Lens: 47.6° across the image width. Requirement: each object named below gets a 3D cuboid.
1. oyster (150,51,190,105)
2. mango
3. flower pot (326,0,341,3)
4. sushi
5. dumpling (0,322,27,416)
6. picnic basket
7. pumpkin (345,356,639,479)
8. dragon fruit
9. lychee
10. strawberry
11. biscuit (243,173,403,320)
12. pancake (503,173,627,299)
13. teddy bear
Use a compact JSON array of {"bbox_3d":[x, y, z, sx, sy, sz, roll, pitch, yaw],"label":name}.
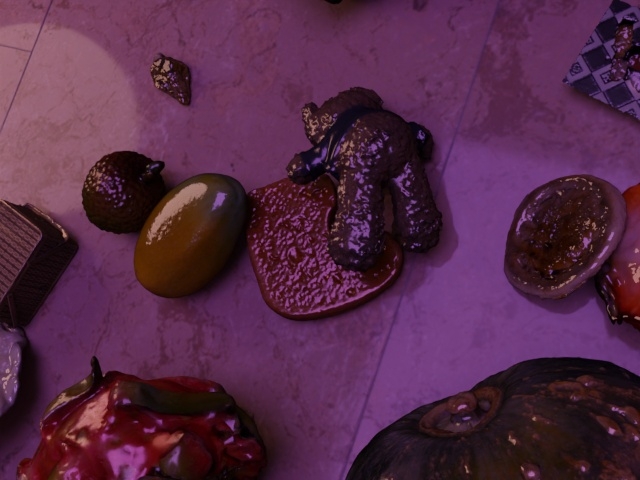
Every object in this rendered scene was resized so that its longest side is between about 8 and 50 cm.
[{"bbox_3d":[-0.217,-0.238,1.050,0.093,0.034,0.051,35,99,20],"label":"oyster"},{"bbox_3d":[-0.165,-0.009,0.930,0.194,0.092,0.130,-39,58,29],"label":"mango"},{"bbox_3d":[0.010,-0.402,0.920,0.148,0.235,0.235,-49,64,27],"label":"flower pot"},{"bbox_3d":[0.359,-0.196,0.821,0.126,0.026,0.120,32,88,20],"label":"sushi"},{"bbox_3d":[-0.501,0.201,0.997,0.193,0.147,0.258,3,49,8],"label":"dumpling"},{"bbox_3d":[-0.445,0.033,1.047,0.115,0.079,0.164,33,90,25],"label":"picnic basket"},{"bbox_3d":[0.188,0.254,0.639,0.327,0.291,0.257,-25,93,28],"label":"pumpkin"},{"bbox_3d":[-0.201,0.268,0.820,0.302,0.231,0.237,-21,59,5],"label":"dragon fruit"},{"bbox_3d":[-0.266,-0.067,0.986,0.146,0.114,0.114,-27,68,34],"label":"lychee"},{"bbox_3d":[0.384,0.015,0.688,0.236,0.111,0.190,-23,42,53],"label":"strawberry"},{"bbox_3d":[0.000,0.000,0.907,0.186,0.036,0.192,-23,70,12],"label":"biscuit"},{"bbox_3d":[0.258,-0.005,0.778,0.151,0.025,0.152,-32,43,35],"label":"pancake"},{"bbox_3d":[0.060,-0.095,0.849,0.182,0.129,0.251,-8,53,-23],"label":"teddy bear"}]
